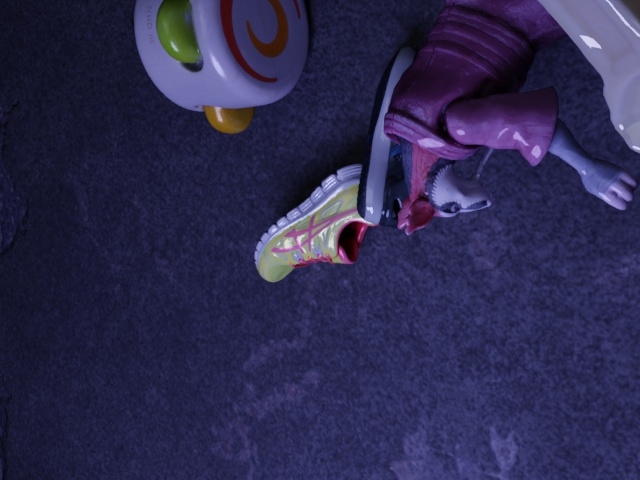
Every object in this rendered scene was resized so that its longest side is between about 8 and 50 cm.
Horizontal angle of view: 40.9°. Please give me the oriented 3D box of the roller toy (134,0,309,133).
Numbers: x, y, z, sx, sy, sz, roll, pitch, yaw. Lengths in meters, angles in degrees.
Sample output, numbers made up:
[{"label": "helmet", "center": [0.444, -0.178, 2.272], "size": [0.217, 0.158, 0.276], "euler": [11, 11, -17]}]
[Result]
[{"label": "roller toy", "center": [-0.119, -0.253, 1.033], "size": [0.146, 0.209, 0.191], "euler": [0, 61, 38]}]

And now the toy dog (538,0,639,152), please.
[{"label": "toy dog", "center": [0.331, -0.315, 0.564], "size": [0.408, 0.395, 0.284], "euler": [-43, 83, -12]}]

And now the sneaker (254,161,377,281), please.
[{"label": "sneaker", "center": [0.000, 0.000, 1.040], "size": [0.208, 0.081, 0.094], "euler": [-42, 72, 33]}]

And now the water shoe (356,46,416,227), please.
[{"label": "water shoe", "center": [0.096, -0.114, 0.968], "size": [0.080, 0.073, 0.203], "euler": [12, 89, -7]}]

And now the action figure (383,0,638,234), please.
[{"label": "action figure", "center": [0.149, -0.176, 0.770], "size": [0.248, 0.276, 0.370], "euler": [19, 80, 53]}]
